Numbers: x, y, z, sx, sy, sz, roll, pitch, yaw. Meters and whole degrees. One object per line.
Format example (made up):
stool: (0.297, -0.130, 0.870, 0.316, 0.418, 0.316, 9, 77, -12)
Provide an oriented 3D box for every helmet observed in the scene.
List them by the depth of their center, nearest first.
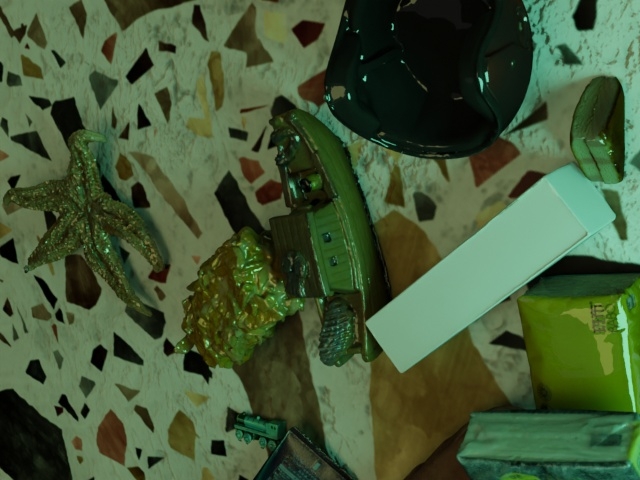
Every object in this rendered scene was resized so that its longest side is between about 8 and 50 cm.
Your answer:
helmet: (0.114, -0.186, 0.905, 0.189, 0.193, 0.216, 0, 115, 34)

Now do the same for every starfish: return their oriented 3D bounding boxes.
starfish: (-0.369, -0.023, 1.415, 0.302, 0.060, 0.299, -4, 109, 32)

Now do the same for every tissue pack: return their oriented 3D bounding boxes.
tissue pack: (0.280, 0.275, 0.939, 0.185, 0.081, 0.257, -8, 129, 40)
tissue pack: (0.282, 0.125, 0.952, 0.120, 0.082, 0.169, -4, 102, 36)

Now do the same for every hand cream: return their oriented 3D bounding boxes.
hand cream: (-0.062, 0.384, 1.317, 0.120, 0.061, 0.270, 41, 124, 6)

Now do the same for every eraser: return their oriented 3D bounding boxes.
eraser: (0.178, 0.037, 1.004, 0.076, 0.078, 0.298, 54, 129, 10)

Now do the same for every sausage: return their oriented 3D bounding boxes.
sausage: (0.133, 0.325, 1.131, 0.088, 0.088, 0.433, 48, 127, 15)

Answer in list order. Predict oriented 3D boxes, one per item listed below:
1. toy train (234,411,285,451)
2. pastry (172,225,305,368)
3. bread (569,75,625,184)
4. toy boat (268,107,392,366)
toy train: (-0.089, 0.275, 1.321, 0.092, 0.029, 0.045, 8, 102, 37)
pastry: (-0.119, 0.080, 1.219, 0.154, 0.102, 0.250, 58, 139, 9)
bread: (0.272, -0.106, 0.898, 0.043, 0.062, 0.109, 5, 105, 37)
toy boat: (0.000, 0.000, 1.103, 0.089, 0.121, 0.321, -8, 100, 44)
